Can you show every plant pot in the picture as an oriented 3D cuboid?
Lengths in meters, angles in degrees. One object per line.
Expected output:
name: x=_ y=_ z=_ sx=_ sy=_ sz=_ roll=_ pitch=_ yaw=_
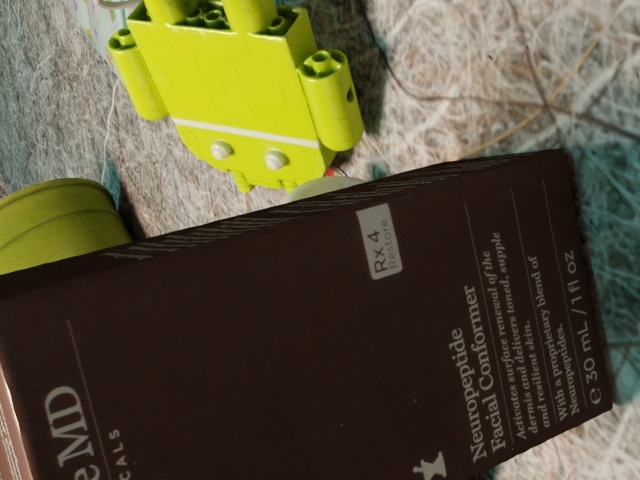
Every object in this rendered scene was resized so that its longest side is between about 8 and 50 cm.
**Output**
plant pot: x=-0.431 y=0.143 z=1.509 sx=0.353 sy=0.367 sz=0.366 roll=49 pitch=147 yaw=20

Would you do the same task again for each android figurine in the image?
android figurine: x=-0.076 y=-0.137 z=0.787 sx=0.248 sy=0.056 sz=0.272 roll=14 pitch=144 yaw=23

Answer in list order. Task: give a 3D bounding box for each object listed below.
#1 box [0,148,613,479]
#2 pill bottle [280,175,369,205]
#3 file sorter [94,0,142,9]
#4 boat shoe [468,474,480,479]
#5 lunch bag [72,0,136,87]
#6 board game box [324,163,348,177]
box: x=-0.006 y=0.071 z=0.540 sx=0.143 sy=0.382 sz=0.191 roll=2 pitch=107 yaw=62
pill bottle: x=0.012 y=0.055 z=0.793 sx=0.117 sy=0.117 sz=0.215 roll=50 pitch=146 yaw=39
file sorter: x=-0.157 y=-0.379 z=0.790 sx=0.277 sy=0.193 sz=0.173 roll=69 pitch=156 yaw=8
boat shoe: x=0.102 y=0.164 z=0.725 sx=0.079 sy=0.084 sz=0.233 roll=7 pitch=108 yaw=62
lunch bag: x=-0.246 y=-0.321 z=1.083 sx=0.279 sy=0.108 sz=0.224 roll=52 pitch=153 yaw=43
board game box: x=0.000 y=0.000 z=0.884 sx=0.133 sy=0.033 sz=0.168 roll=49 pitch=145 yaw=40
